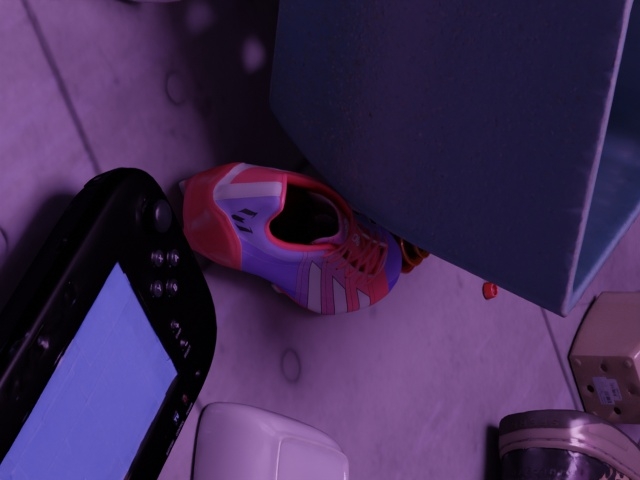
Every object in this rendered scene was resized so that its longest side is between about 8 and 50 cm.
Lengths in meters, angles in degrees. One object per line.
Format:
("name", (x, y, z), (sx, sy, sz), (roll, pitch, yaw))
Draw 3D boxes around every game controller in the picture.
("game controller", (-0.145, 0.107, 1.088), (0.166, 0.067, 0.319), (59, 40, -32))

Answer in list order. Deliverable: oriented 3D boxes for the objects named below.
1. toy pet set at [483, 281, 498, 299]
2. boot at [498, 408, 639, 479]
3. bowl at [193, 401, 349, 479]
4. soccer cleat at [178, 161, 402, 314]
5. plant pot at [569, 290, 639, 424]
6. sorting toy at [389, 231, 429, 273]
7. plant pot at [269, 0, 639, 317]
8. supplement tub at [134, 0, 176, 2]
("toy pet set", (0.187, -0.018, 1.641), (0.122, 0.065, 0.114), (-26, 105, -57))
("boot", (0.263, 0.341, 1.612), (0.377, 0.138, 0.284), (42, 49, -41))
("bowl", (-0.026, 0.185, 1.271), (0.142, 0.053, 0.142), (28, 61, -54))
("soccer cleat", (0.000, 0.000, 1.311), (0.248, 0.095, 0.083), (22, 68, -52))
("plant pot", (0.297, 0.117, 1.755), (0.096, 0.109, 0.109), (-36, 114, -42))
("sorting toy", (0.076, -0.024, 1.487), (0.061, 0.042, 0.102), (15, 70, -56))
("plant pot", (0.108, -0.138, 1.266), (0.247, 0.252, 0.248), (-46, 149, -53))
("supplement tub", (-0.109, -0.214, 1.212), (0.071, 0.071, 0.107), (20, 66, -55))
